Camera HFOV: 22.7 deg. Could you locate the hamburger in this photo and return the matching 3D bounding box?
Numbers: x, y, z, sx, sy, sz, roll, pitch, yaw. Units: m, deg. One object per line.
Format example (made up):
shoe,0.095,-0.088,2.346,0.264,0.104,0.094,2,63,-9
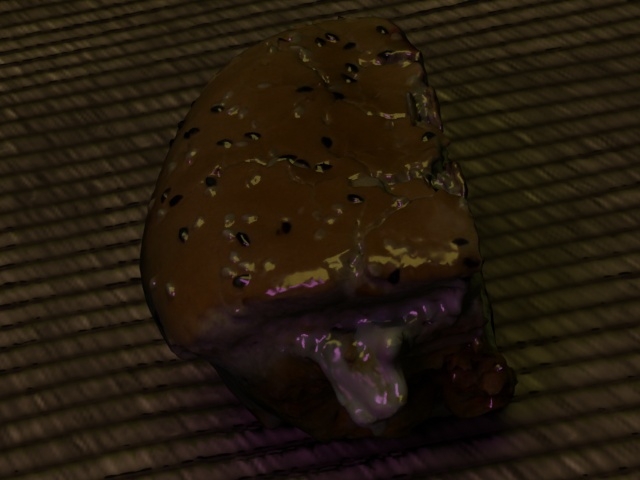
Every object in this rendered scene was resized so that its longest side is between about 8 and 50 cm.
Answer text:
hamburger,0.000,0.000,0.874,0.192,0.168,0.288,-10,40,-2
